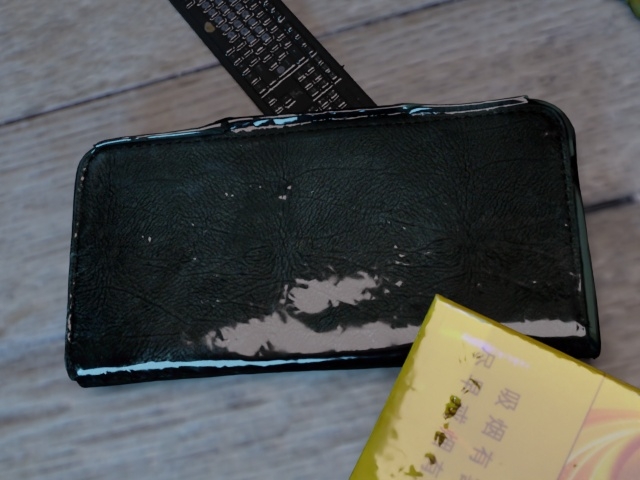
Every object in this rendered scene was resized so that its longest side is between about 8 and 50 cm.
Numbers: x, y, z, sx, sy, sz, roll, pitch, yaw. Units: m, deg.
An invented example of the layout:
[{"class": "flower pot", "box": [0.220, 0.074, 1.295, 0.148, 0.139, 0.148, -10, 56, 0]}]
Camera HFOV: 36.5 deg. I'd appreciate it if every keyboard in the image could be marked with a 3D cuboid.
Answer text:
[{"class": "keyboard", "box": [-0.039, -0.136, 0.676, 0.063, 0.010, 0.198, -38, 66, -2]}]

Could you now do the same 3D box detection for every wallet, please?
[{"class": "wallet", "box": [0.000, 0.000, 0.596, 0.317, 0.045, 0.173, -5, 71, 9]}]

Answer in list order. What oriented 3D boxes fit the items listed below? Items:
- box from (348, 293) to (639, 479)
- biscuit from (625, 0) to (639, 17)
[{"class": "box", "box": [0.149, 0.151, 0.488, 0.269, 0.043, 0.152, 26, 86, 14]}, {"class": "biscuit", "box": [0.306, -0.219, 0.625, 0.254, 0.029, 0.172, -34, 66, -3]}]
